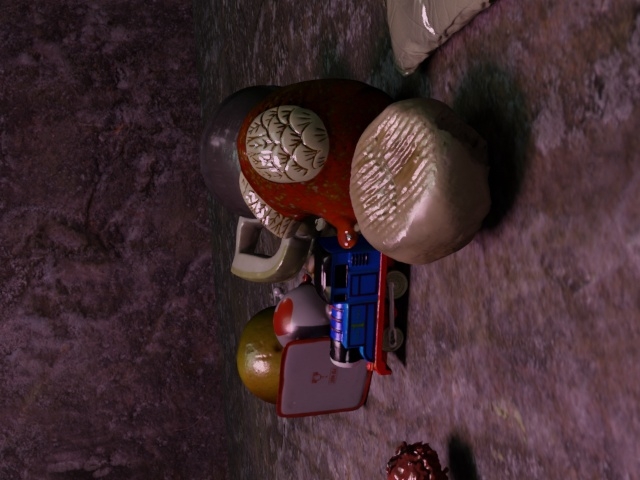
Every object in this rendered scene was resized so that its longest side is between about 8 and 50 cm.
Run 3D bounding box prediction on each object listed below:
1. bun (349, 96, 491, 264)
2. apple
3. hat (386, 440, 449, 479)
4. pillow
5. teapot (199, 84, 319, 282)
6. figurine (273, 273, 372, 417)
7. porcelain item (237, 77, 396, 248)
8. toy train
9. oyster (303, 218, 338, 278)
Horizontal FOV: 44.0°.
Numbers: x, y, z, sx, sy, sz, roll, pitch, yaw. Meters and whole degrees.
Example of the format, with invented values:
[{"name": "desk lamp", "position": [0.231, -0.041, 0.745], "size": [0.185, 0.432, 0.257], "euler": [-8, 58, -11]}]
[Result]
[{"name": "bun", "position": [0.125, -0.070, 0.892], "size": [0.193, 0.128, 0.178], "euler": [-49, 47, 53]}, {"name": "apple", "position": [-0.066, 0.222, 1.532], "size": [0.157, 0.196, 0.196], "euler": [-9, 84, 35]}, {"name": "hat", "position": [0.141, 0.393, 0.985], "size": [0.236, 0.107, 0.286], "euler": [-21, 72, 44]}, {"name": "pillow", "position": [0.120, -0.362, 0.919], "size": [0.274, 0.076, 0.281], "euler": [152, 107, -75]}, {"name": "teapot", "position": [-0.081, -0.105, 1.328], "size": [0.321, 0.239, 0.239], "euler": [-53, 31, -9]}, {"name": "figurine", "position": [-0.018, 0.159, 1.383], "size": [0.226, 0.160, 0.183], "euler": [-112, 24, -50]}, {"name": "porcelain item", "position": [0.007, -0.099, 1.097], "size": [0.253, 0.253, 0.253], "euler": [176, 90, -74]}, {"name": "toy train", "position": [0.055, 0.092, 1.157], "size": [0.083, 0.131, 0.204], "euler": [-134, 42, -65]}, {"name": "oyster", "position": [0.002, -0.009, 1.452], "size": [0.209, 0.072, 0.133], "euler": [-125, 55, -73]}]
